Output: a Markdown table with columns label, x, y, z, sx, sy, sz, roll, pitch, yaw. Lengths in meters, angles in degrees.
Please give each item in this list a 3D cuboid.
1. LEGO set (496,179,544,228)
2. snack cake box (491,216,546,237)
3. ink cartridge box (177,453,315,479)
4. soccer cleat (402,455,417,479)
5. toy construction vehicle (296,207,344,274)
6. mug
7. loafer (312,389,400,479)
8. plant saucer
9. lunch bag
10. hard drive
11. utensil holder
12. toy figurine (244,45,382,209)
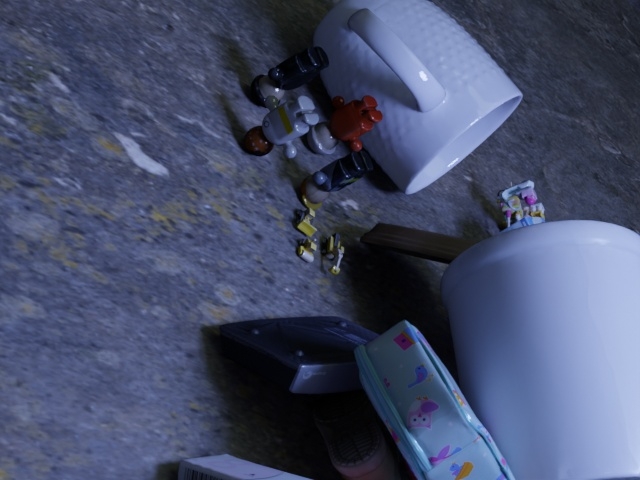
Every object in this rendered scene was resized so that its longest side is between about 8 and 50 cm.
| label | x | y | z | sx | sy | sz | roll | pitch | yaw |
| --- | --- | --- | --- | --- | --- | --- | --- | --- | --- |
| LEGO set | 0.439 | 0.001 | 2.487 | 0.287 | 0.132 | 0.107 | 39 | 43 | -37 |
| snack cake box | 0.396 | 0.106 | 2.290 | 0.089 | 0.152 | 0.264 | 0 | 61 | -57 |
| ink cartridge box | -0.028 | 0.299 | 1.497 | 0.232 | 0.189 | 0.066 | -3 | 99 | -52 |
| soccer cleat | 0.206 | 0.365 | 1.866 | 0.248 | 0.083 | 0.095 | 47 | 17 | -15 |
| toy construction vehicle | 0.000 | 0.000 | 1.953 | 0.086 | 0.035 | 0.098 | 38 | 35 | -27 |
| mug | 0.144 | -0.295 | 2.160 | 0.328 | 0.276 | 0.374 | 50 | 5 | 9 |
| loafer | 0.052 | 0.273 | 1.679 | 0.268 | 0.102 | 0.092 | -93 | 161 | -72 |
| plant saucer | 0.202 | 0.015 | 2.021 | 0.278 | 0.278 | 0.041 | 13 | 89 | -49 |
| lunch bag | 0.150 | 0.246 | 1.609 | 0.279 | 0.108 | 0.224 | 58 | -1 | -44 |
| hard drive | -0.004 | 0.155 | 1.700 | 0.172 | 0.054 | 0.255 | 22 | 14 | 37 |
| utensil holder | 0.364 | 0.215 | 1.828 | 0.327 | 0.327 | 0.385 | 23 | 50 | -42 |
| toy figurine | -0.019 | -0.182 | 2.005 | 0.213 | 0.148 | 0.209 | 39 | 40 | -29 |
